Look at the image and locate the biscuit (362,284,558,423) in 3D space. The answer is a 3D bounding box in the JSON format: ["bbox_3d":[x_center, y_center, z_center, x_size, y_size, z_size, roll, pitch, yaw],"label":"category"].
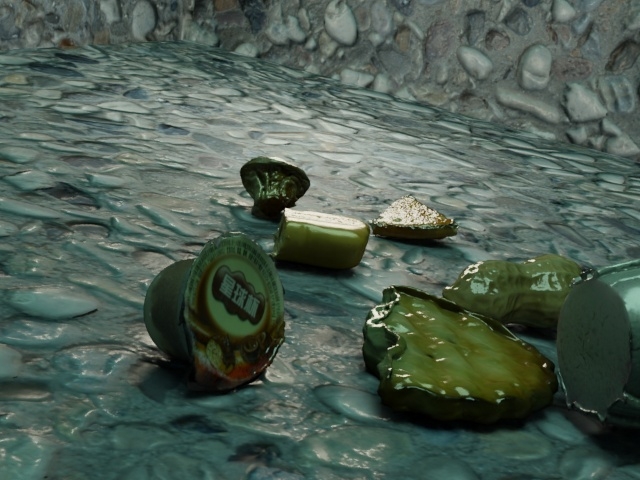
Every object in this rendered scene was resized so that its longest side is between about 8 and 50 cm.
[{"bbox_3d":[0.160,0.167,1.520,0.329,0.078,0.335,26,23,32],"label":"biscuit"}]

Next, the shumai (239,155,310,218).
[{"bbox_3d":[-0.098,-0.095,2.131,0.146,0.145,0.116,10,60,-5],"label":"shumai"}]

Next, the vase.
[{"bbox_3d":[0.564,0.142,1.523,0.446,0.249,0.250,1,20,-21],"label":"vase"}]

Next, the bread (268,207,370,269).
[{"bbox_3d":[0.000,0.002,1.902,0.173,0.085,0.134,9,15,-4],"label":"bread"}]

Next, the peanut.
[{"bbox_3d":[0.327,0.090,1.780,0.299,0.120,0.136,-3,18,-31],"label":"peanut"}]

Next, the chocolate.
[{"bbox_3d":[-0.157,0.101,1.426,0.147,0.221,0.221,-11,2,36],"label":"chocolate"}]

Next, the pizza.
[{"bbox_3d":[0.185,-0.043,2.210,0.185,0.052,0.195,3,22,-1],"label":"pizza"}]
